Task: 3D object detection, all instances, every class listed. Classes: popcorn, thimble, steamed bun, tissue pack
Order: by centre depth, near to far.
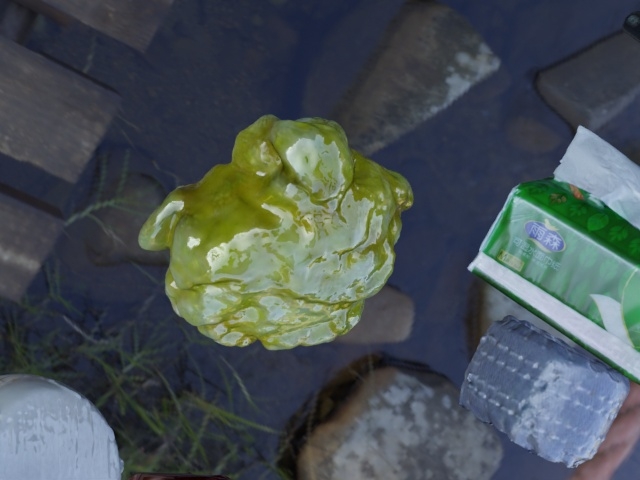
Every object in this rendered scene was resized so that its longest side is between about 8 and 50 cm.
[{"bbox_3d":[0.273,0.013,0.966,0.148,0.209,0.156,-18,139,-56],"label":"tissue pack"},{"bbox_3d":[-0.052,-0.001,1.423,0.293,0.292,0.334,41,97,6],"label":"popcorn"},{"bbox_3d":[-0.460,0.346,1.543,0.309,0.309,0.309,-11,115,-26],"label":"steamed bun"},{"bbox_3d":[0.345,0.234,1.670,0.172,0.236,0.205,-61,158,2],"label":"thimble"}]

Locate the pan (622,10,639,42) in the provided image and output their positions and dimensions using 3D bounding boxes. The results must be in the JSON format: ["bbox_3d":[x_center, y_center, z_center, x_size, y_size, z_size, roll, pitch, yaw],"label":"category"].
[{"bbox_3d":[0.337,-0.161,0.966,0.136,0.235,0.028,-44,119,13],"label":"pan"}]

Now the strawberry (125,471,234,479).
[{"bbox_3d":[-0.069,0.355,1.023,0.345,0.317,0.295,-5,85,-39],"label":"strawberry"}]
